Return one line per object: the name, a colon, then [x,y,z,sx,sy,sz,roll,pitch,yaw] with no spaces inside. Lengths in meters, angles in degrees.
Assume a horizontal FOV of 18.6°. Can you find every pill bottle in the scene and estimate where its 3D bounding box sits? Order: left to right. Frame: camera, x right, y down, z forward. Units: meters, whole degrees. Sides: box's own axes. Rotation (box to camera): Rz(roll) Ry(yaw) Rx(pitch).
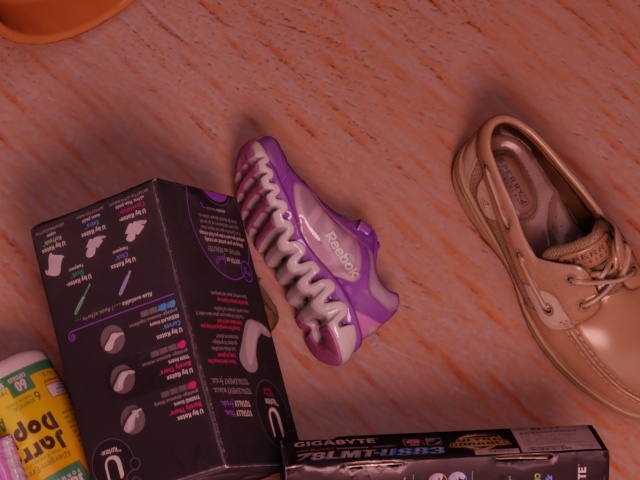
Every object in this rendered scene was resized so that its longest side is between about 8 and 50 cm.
pill bottle: [-0.255,0.215,1.796,0.117,0.117,0.208,-29,82,-15]

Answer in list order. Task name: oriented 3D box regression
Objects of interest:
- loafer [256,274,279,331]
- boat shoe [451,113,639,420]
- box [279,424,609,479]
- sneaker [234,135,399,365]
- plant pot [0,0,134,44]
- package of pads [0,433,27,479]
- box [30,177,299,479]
loafer: [-0.092,0.041,1.903,0.056,0.050,0.148,-41,69,24]
boat shoe: [0.250,0.029,1.927,0.121,0.110,0.341,-35,83,-15]
box: [0.110,0.320,1.773,0.293,0.073,0.296,-2,106,-4]
sneaker: [0.000,0.000,1.911,0.104,0.095,0.236,-26,86,-21]
plant pot: [-0.268,-0.362,1.876,0.291,0.291,0.203,-39,68,-16]
package of pads: [-0.303,0.206,1.734,0.083,0.032,0.050,-18,88,27]
box: [-0.140,0.098,1.798,0.143,0.165,0.270,-21,76,22]
